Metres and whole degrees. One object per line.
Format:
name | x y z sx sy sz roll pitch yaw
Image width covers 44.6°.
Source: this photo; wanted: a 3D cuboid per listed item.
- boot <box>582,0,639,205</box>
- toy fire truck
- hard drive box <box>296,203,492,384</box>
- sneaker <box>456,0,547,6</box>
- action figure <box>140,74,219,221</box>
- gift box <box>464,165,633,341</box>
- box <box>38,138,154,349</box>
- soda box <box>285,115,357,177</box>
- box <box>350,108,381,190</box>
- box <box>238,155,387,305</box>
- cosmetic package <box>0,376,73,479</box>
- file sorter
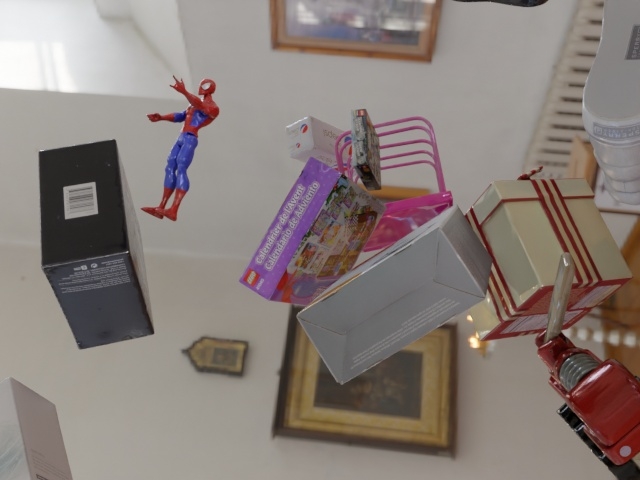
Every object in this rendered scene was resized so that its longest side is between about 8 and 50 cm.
boot | 0.309 -0.158 0.734 0.258 0.095 0.123 -59 -37 -25
toy fire truck | 0.361 0.164 1.035 0.158 0.246 0.217 -42 13 5
hard drive box | 0.095 0.052 0.890 0.089 0.181 0.232 57 -165 1
sneaker | 0.309 -0.479 1.382 0.084 0.234 0.097 -43 -43 -41
action figure | -0.279 -0.192 1.450 0.139 0.091 0.281 32 -106 -40
gift box | 0.411 0.026 1.507 0.255 0.276 0.258 -53 48 48
box | -0.501 0.008 1.749 0.313 0.178 0.343 92 165 -51
soda box | 0.020 -0.199 1.696 0.216 0.069 0.074 14 -118 -51
box | 0.075 -0.145 1.271 0.137 0.027 0.094 44 -137 -72
box | 0.000 0.000 1.186 0.201 0.057 0.293 -60 -18 2
cosmetic package | -0.531 0.382 1.241 0.225 0.224 0.138 58 179 39
file sorter | 0.148 -0.108 1.558 0.291 0.202 0.182 51 -152 -75
